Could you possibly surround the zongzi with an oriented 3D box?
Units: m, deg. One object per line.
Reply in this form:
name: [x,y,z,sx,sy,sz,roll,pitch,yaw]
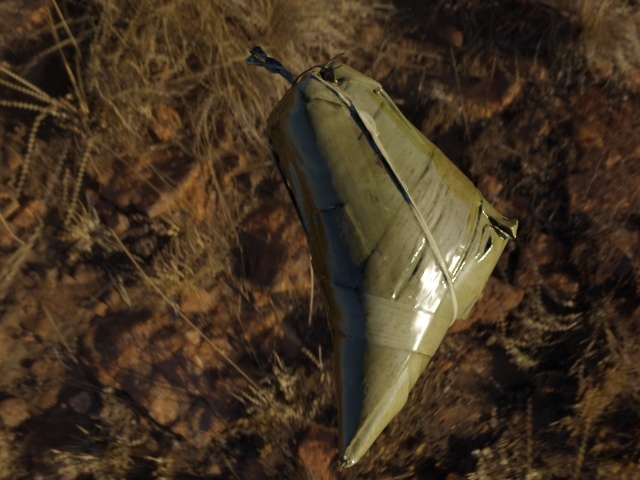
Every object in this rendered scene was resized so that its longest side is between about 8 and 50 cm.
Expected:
zongzi: [0.000,0.000,0.587,0.189,0.081,0.178,44,62,-13]
